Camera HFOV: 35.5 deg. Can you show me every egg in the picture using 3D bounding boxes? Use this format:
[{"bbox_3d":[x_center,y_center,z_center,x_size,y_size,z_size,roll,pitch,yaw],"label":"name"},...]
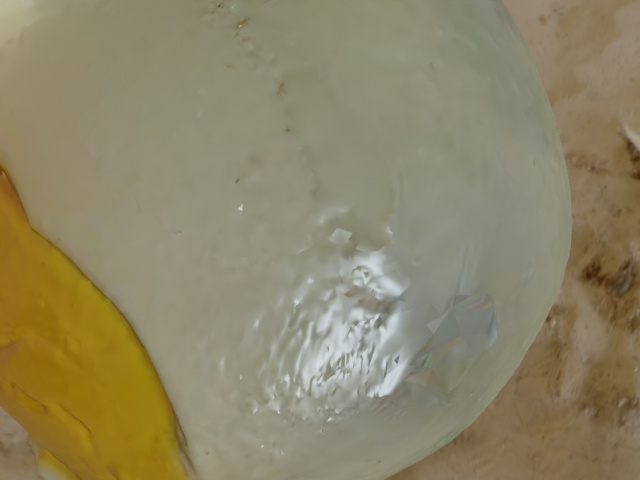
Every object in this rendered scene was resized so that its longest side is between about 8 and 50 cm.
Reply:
[{"bbox_3d":[0.000,0.000,0.448,0.337,0.337,0.201,-43,43,-10],"label":"egg"}]
